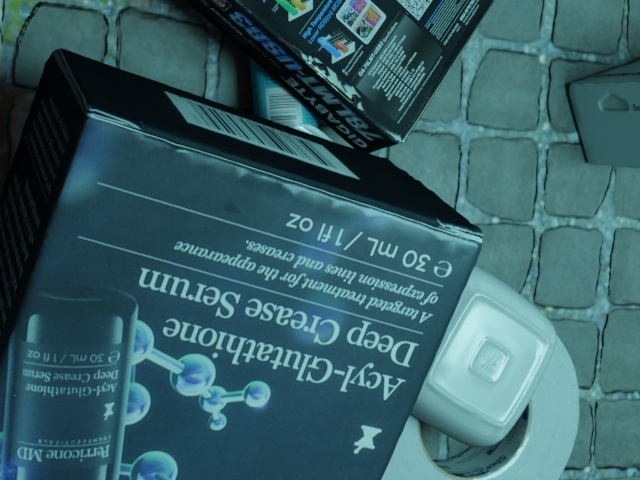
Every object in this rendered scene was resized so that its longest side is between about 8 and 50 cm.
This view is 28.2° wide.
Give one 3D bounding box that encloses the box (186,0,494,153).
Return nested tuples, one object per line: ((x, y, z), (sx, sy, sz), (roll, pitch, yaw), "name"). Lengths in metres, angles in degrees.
((0.021, -0.276, 1.066), (0.293, 0.073, 0.295), (39, 70, -18), "box")

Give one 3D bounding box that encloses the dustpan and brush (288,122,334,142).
((0.000, 0.000, 1.107), (0.147, 0.060, 0.211), (-42, 113, 15), "dustpan and brush")

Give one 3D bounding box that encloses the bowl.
((0.135, 0.099, 1.098), (0.142, 0.053, 0.142), (34, 80, -21), "bowl")

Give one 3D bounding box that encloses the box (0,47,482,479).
((-0.113, 0.102, 0.947), (0.294, 0.212, 0.395), (16, 104, -22), "box")

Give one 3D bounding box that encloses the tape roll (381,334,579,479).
((0.126, 0.155, 1.166), (0.219, 0.072, 0.219), (-2, 95, -22), "tape roll")

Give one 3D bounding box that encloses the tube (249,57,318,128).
((-0.033, -0.177, 1.091), (0.080, 0.052, 0.207), (-3, 91, -31), "tube")

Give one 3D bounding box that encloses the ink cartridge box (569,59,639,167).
((0.363, -0.136, 1.192), (0.209, 0.153, 0.086), (-19, 102, -18), "ink cartridge box")
